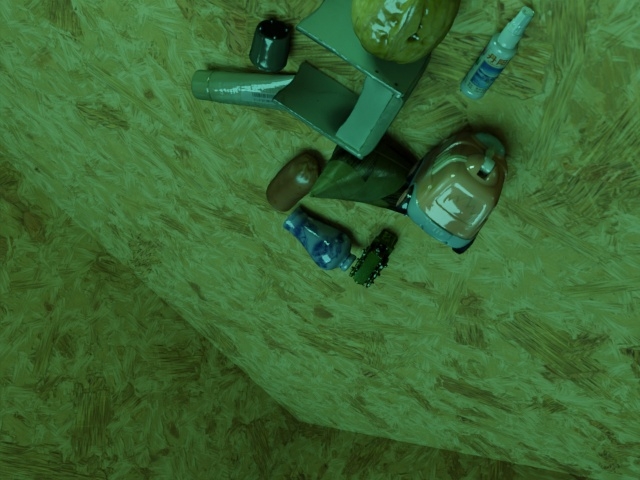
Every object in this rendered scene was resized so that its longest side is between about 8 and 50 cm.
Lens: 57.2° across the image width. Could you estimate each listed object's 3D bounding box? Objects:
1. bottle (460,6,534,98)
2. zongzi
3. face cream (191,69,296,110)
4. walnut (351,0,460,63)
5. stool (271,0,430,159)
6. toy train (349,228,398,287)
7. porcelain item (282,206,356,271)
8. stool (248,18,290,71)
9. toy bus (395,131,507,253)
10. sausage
[{"bbox_3d":[0.350,-0.371,1.166,0.060,0.060,0.217,31,149,2],"label":"bottle"},{"bbox_3d":[0.131,-0.116,1.474,0.289,0.317,0.154,36,137,-6],"label":"zongzi"},{"bbox_3d":[-0.180,-0.404,1.580,0.341,0.084,0.137,10,146,18],"label":"face cream"},{"bbox_3d":[0.160,-0.446,1.108,0.195,0.195,0.221,34,147,-4],"label":"walnut"},{"bbox_3d":[0.065,-0.365,1.319,0.270,0.170,0.243,33,149,-1],"label":"stool"},{"bbox_3d":[0.172,0.057,1.861,0.090,0.137,0.225,36,146,5],"label":"toy train"},{"bbox_3d":[0.000,0.000,1.936,0.259,0.141,0.141,39,150,7],"label":"porcelain item"},{"bbox_3d":[-0.120,-0.468,1.411,0.096,0.096,0.110,29,143,4],"label":"stool"},{"bbox_3d":[0.319,-0.132,1.348,0.194,0.287,0.232,33,133,-3],"label":"toy bus"},{"bbox_3d":[-0.079,-0.177,1.772,0.114,0.113,0.259,38,150,-10],"label":"sausage"}]
